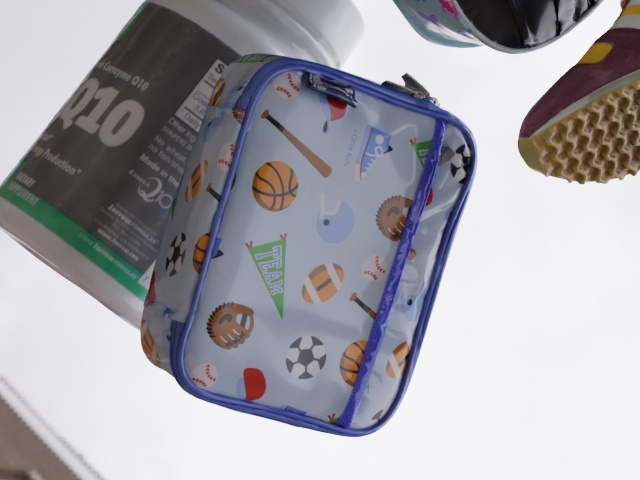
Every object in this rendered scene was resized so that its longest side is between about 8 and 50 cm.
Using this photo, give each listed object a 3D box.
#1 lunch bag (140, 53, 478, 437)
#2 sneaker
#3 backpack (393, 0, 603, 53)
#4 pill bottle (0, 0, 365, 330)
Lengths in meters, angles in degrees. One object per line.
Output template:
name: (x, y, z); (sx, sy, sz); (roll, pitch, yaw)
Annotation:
lunch bag: (0.000, 0.000, 1.188); (0.115, 0.243, 0.303); (20, -89, 65)
sneaker: (0.169, -0.100, 0.702); (0.185, 0.069, 0.084); (-30, -130, 1)
backpack: (0.129, -0.281, 1.178); (0.225, 0.253, 0.191); (-44, -159, -16)
pill bottle: (-0.129, -0.108, 1.361); (0.361, 0.204, 0.204); (-54, -143, -9)
